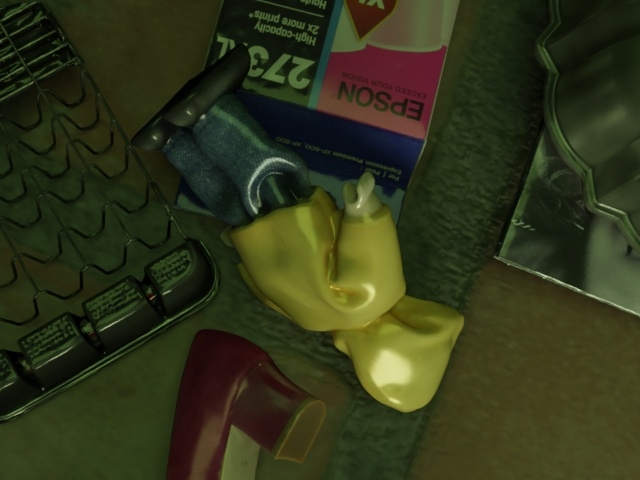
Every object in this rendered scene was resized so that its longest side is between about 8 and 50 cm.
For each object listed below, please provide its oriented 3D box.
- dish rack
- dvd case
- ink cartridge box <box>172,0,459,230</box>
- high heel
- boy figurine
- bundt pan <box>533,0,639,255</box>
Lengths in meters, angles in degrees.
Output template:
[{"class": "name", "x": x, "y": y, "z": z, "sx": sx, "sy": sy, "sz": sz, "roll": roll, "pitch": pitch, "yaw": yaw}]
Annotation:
[{"class": "dish rack", "x": -0.222, "y": -0.031, "z": 0.851, "sx": 0.208, "sy": 0.074, "sz": 0.271, "roll": -30, "pitch": 81, "yaw": -10}, {"class": "dvd case", "x": 0.258, "y": -0.023, "z": 0.894, "sx": 0.221, "sy": 0.018, "sz": 0.164, "roll": 22, "pitch": 83, "yaw": -11}, {"class": "ink cartridge box", "x": 0.016, "y": -0.183, "z": 0.906, "sx": 0.176, "sy": 0.069, "sz": 0.371, "roll": 14, "pitch": 81, "yaw": -2}, {"class": "high heel", "x": -0.102, "y": 0.184, "z": 0.833, "sx": 0.117, "sy": 0.082, "sz": 0.244, "roll": 30, "pitch": 92, "yaw": 33}, {"class": "boy figurine", "x": 0.000, "y": 0.000, "z": 0.820, "sx": 0.285, "sy": 0.177, "sz": 0.092, "roll": 47, "pitch": 57, "yaw": -10}, {"class": "bundt pan", "x": 0.331, "y": -0.131, "z": 0.852, "sx": 0.331, "sy": 0.124, "sz": 0.331, "roll": 4, "pitch": 76, "yaw": -14}]
